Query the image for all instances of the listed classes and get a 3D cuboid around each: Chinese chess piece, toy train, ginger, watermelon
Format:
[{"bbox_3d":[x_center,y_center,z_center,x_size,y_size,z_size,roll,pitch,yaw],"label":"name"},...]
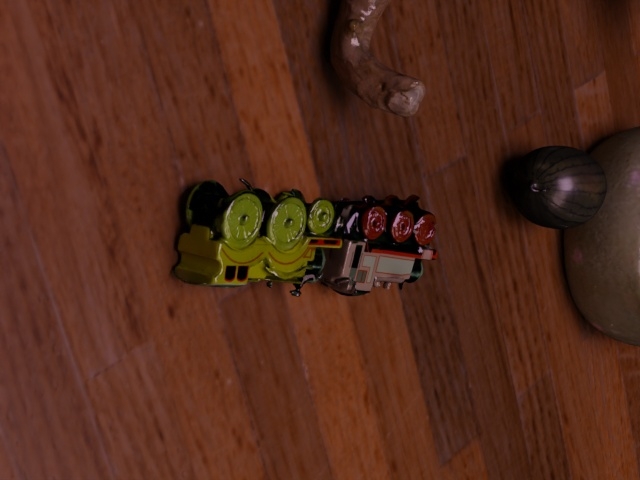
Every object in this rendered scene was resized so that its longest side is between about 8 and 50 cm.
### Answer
[{"bbox_3d":[0.343,-0.006,1.213,0.237,0.092,0.238,-4,96,-45],"label":"Chinese chess piece"},{"bbox_3d":[0.000,0.000,0.887,0.249,0.053,0.085,2,100,-47],"label":"toy train"},{"bbox_3d":[0.030,-0.233,0.883,0.089,0.075,0.288,-17,102,-68],"label":"ginger"},{"bbox_3d":[0.219,-0.050,1.093,0.110,0.078,0.078,3,91,-45],"label":"watermelon"}]
